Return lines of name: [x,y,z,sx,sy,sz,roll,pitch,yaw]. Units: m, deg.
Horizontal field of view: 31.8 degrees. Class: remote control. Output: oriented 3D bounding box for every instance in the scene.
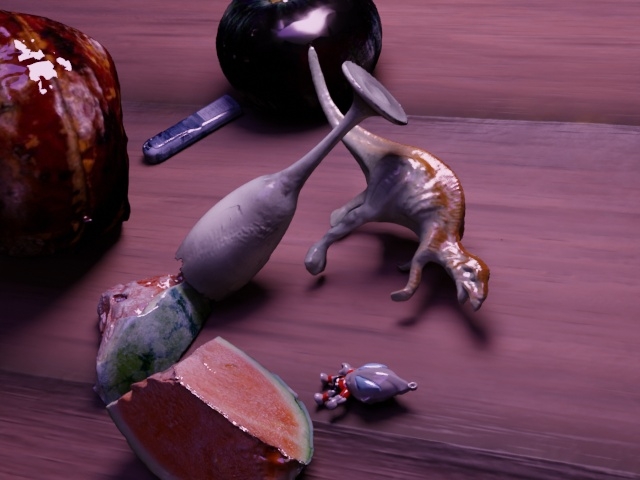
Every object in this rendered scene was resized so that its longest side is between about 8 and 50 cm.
remote control: [-0.183,-0.157,1.585,0.152,0.027,0.043,-33,41,-18]

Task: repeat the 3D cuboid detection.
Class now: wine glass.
wine glass: [0.000,0.000,1.243,0.309,0.096,0.264,-45,58,19]

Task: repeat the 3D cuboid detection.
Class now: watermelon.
watermelon: [-0.222,0.094,1.314,0.139,0.071,0.187,18,54,37]
watermelon: [-0.089,0.185,1.164,0.231,0.128,0.146,32,33,24]

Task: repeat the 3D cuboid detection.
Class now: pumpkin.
pumpkin: [-0.031,-0.277,1.559,0.233,0.163,0.233,-9,41,8]

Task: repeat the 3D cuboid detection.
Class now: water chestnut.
water chestnut: [-0.403,-0.117,1.391,0.347,0.335,0.335,-18,40,-26]

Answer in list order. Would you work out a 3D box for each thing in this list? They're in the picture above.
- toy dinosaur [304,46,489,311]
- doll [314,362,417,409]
toy dinosaur: [0.066,-0.060,1.317,0.205,0.092,0.393,-33,58,31]
doll: [0.049,0.151,1.185,0.114,0.039,0.057,-7,9,26]
